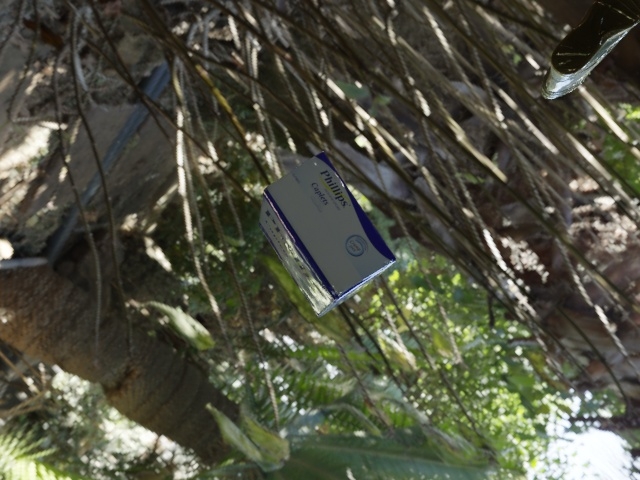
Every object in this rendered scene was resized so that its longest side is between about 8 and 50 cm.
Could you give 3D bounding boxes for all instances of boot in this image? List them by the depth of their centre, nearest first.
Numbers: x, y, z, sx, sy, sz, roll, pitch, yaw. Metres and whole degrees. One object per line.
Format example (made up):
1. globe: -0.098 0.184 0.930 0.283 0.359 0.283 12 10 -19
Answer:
1. boot: 0.486 -0.352 1.128 0.213 0.077 0.165 -44 168 4

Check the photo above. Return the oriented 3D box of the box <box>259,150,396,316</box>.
1. box: 0.000 0.000 0.636 0.072 0.126 0.137 -32 172 -14
